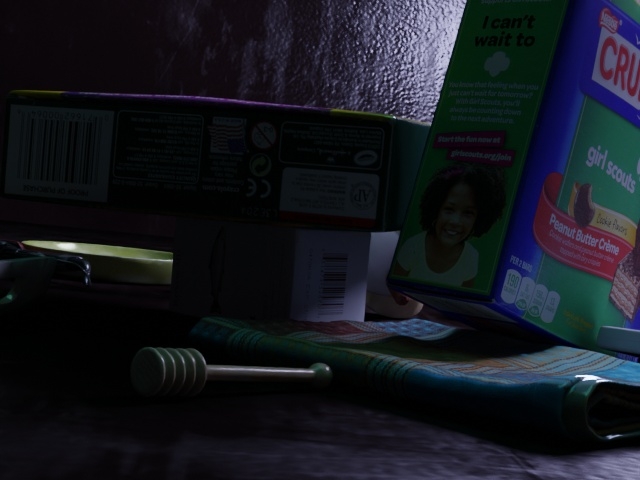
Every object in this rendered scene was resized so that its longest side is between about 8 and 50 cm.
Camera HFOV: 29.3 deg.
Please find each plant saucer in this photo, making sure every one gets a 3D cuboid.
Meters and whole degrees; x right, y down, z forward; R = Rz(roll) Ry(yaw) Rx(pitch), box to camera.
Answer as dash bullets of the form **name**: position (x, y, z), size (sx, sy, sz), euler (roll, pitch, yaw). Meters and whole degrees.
- **plant saucer**: position (-0.277, 0.031, 1.629), size (0.241, 0.037, 0.241), euler (6, 1, 0)

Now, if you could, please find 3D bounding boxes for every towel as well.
- **towel**: position (0.116, 0.092, 0.917), size (0.271, 0.040, 0.370), euler (5, 1, -44)

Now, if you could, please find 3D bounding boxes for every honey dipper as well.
- **honey dipper**: position (-0.050, 0.085, 0.778), size (0.030, 0.030, 0.160), euler (7, -1, 42)

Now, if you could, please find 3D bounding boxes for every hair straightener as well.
- **hair straightener**: position (-0.373, 0.028, 1.471), size (0.230, 0.047, 0.089), euler (12, 5, 28)

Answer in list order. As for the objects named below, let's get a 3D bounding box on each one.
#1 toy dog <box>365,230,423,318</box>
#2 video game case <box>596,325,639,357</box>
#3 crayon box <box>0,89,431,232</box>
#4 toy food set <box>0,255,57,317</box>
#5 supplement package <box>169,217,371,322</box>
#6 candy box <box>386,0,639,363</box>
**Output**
- **toy dog**: position (0.000, 0.000, 1.403), size (0.333, 0.220, 0.161), euler (0, 26, 10)
- **video game case**: position (0.361, 0.104, 0.998), size (0.183, 0.023, 0.201), euler (15, -6, -30)
- **crayon box**: position (-0.063, -0.072, 1.172), size (0.363, 0.106, 0.313), euler (6, 3, 19)
- **toy food set**: position (-0.385, 0.012, 0.951), size (0.306, 0.092, 0.220), euler (5, 1, 4)
- **supplement package**: position (-0.052, 0.032, 1.209), size (0.179, 0.105, 0.105), euler (7, 4, 45)
- **candy box**: position (0.213, -0.069, 1.081), size (0.122, 0.317, 0.268), euler (7, -12, 40)
